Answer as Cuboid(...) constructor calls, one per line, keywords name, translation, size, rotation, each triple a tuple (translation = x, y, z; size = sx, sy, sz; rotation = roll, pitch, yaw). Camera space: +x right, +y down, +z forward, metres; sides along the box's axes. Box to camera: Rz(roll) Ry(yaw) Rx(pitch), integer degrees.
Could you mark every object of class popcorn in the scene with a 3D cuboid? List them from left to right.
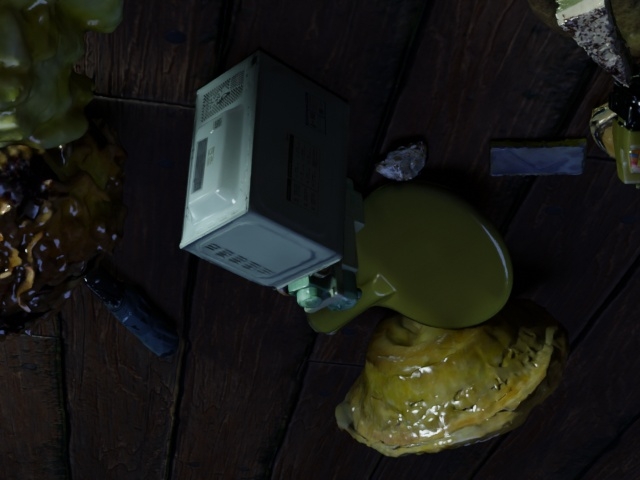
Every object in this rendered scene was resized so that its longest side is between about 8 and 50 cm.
Cuboid(name="popcorn", translation=(-0.313, -0.212, 1.152), size=(0.293, 0.293, 0.237), rotation=(9, 108, -11))

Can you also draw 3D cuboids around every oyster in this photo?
Cuboid(name="oyster", translation=(0.102, -0.100, 1.523), size=(0.054, 0.019, 0.083), rotation=(17, 149, -20))

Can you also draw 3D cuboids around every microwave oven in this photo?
Cuboid(name="microwave oven", translation=(-0.062, -0.074, 1.390), size=(0.162, 0.208, 0.122), rotation=(26, 143, -35))

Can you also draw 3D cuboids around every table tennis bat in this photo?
Cuboid(name="table tennis bat", translation=(0.101, 0.045, 1.663), size=(0.224, 0.054, 0.369), rotation=(48, 137, -8))

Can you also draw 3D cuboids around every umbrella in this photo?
Cuboid(name="umbrella", translation=(-0.275, 0.105, 1.872), size=(0.053, 0.052, 0.250), rotation=(-44, 144, -9))

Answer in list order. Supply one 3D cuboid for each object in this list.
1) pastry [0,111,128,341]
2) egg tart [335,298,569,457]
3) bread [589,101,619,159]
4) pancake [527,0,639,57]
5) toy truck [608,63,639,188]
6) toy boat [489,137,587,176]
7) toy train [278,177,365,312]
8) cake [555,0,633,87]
Cuboid(name="pastry", translation=(-0.407, -0.025, 1.435), size=(0.405, 0.292, 0.337), rotation=(-17, 156, 14))
Cuboid(name="egg tart", translation=(0.172, 0.162, 1.730), size=(0.341, 0.341, 0.129), rotation=(-13, 120, 26))
Cuboid(name="bread", translation=(0.355, -0.135, 1.410), size=(0.106, 0.053, 0.072), rotation=(-28, 115, 38))
Cuboid(name="pancake", translation=(0.327, -0.268, 1.199), size=(0.286, 0.033, 0.288), rotation=(6, 150, -5))
Cuboid(name="toy truck", translation=(0.435, -0.119, 1.306), size=(0.257, 0.127, 0.127), rotation=(-5, 106, 0))
Cuboid(name="toy boat", translation=(0.260, -0.100, 1.511), size=(0.115, 0.016, 0.063), rotation=(0, 150, 7))
Cuboid(name="toy train", translation=(0.000, 0.000, 1.534), size=(0.125, 0.194, 0.081), rotation=(21, 142, -39))
Cuboid(name="cake", translation=(0.271, -0.200, 1.239), size=(0.055, 0.051, 0.140), rotation=(-9, 147, 22))
